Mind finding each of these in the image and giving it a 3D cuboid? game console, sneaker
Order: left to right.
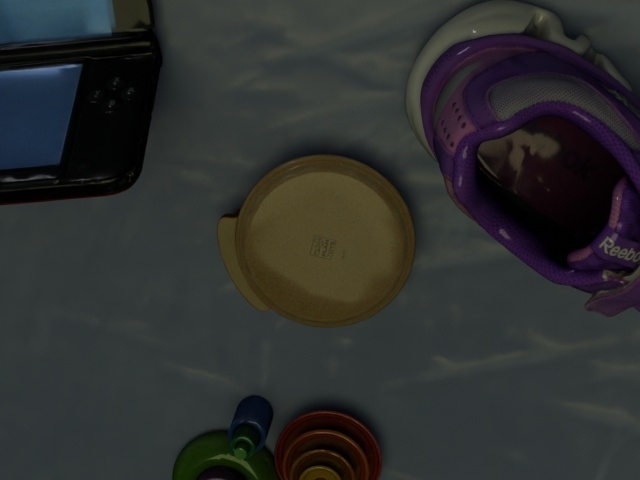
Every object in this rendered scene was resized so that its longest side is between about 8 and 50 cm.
[{"bbox_3d":[-0.145,-0.083,0.794,0.144,0.124,0.085,-5,136,10],"label":"game console"},{"bbox_3d":[0.137,-0.003,0.770,0.236,0.104,0.095,29,110,-4],"label":"sneaker"}]

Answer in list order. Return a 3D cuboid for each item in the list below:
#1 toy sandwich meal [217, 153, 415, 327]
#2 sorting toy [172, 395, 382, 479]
[{"bbox_3d":[0.000,0.000,0.832,0.085,0.029,0.085,1,107,4],"label":"toy sandwich meal"},{"bbox_3d":[-0.024,0.105,0.865,0.102,0.042,0.061,-20,106,15],"label":"sorting toy"}]
